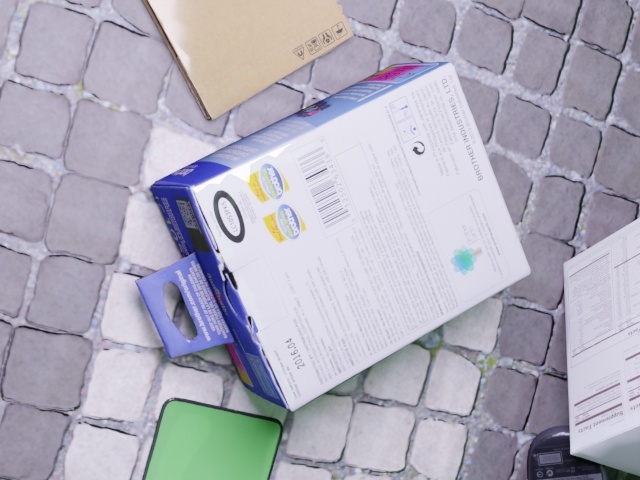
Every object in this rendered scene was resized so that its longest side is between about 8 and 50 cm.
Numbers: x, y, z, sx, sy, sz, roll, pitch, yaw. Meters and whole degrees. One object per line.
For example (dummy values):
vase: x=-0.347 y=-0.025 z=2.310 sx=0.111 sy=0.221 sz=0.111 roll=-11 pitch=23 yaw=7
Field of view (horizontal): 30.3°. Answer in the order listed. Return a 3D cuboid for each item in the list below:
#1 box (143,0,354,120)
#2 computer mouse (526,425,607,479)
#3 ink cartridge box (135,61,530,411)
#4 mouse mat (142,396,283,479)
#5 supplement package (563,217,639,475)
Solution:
box: x=-0.079 y=-0.253 z=1.309 sx=0.201 sy=0.021 sz=0.164 roll=-33 pitch=107 yaw=-18
computer mouse: x=0.280 y=0.365 z=1.460 sx=0.184 sy=0.060 sz=0.262 roll=-15 pitch=86 yaw=14
ink cartridge box: x=0.000 y=0.000 z=1.297 sx=0.395 sy=0.151 sz=0.270 roll=-28 pitch=105 yaw=-21
mouse mat: x=-0.132 y=0.282 z=1.343 sx=0.152 sy=0.007 sz=0.190 roll=17 pitch=89 yaw=-24
supplement package: x=0.433 y=0.132 z=1.420 sx=0.199 sy=0.198 sz=0.263 roll=21 pitch=55 yaw=-24
